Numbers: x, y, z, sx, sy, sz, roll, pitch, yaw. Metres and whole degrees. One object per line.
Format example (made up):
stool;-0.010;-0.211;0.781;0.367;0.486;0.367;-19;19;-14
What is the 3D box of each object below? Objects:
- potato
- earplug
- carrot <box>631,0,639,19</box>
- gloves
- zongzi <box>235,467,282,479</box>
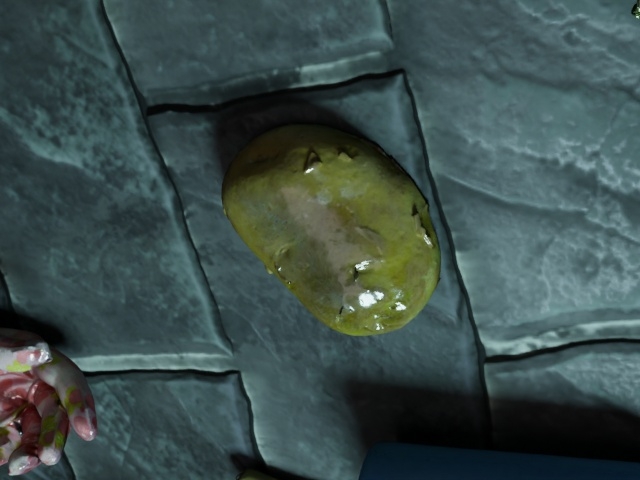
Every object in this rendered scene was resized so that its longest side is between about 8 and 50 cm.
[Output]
potato;0.000;0.000;0.908;0.200;0.081;0.164;43;126;3
earplug;0.177;0.235;0.918;0.273;0.132;0.132;-4;113;23
carrot;0.328;-0.136;0.704;0.255;0.049;0.049;8;118;17
gloves;-0.309;0.151;1.113;0.241;0.126;0.145;15;96;22
zongzi;-0.037;0.241;1.076;0.083;0.040;0.076;-42;86;24
